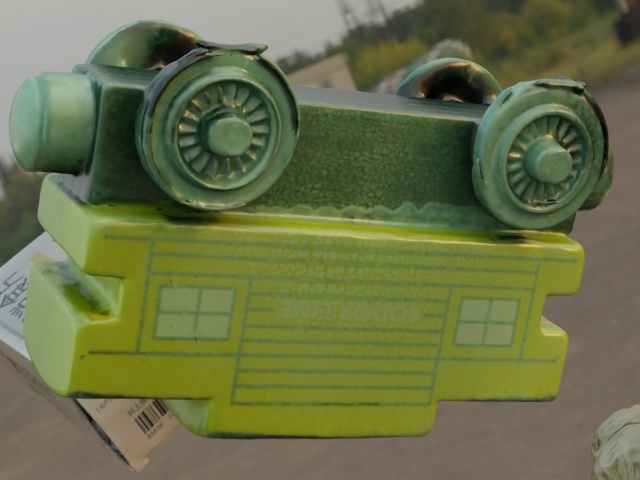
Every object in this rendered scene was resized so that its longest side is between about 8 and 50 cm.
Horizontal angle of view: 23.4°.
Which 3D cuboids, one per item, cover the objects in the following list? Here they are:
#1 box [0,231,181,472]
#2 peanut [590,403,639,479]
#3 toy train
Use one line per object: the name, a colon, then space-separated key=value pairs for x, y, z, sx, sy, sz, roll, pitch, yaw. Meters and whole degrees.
box: x=-0.235 y=0.100 z=1.644 sx=0.173 sy=0.145 sz=0.333 roll=-43 pitch=29 yaw=-16
peanut: x=0.327 y=0.229 z=1.511 sx=0.129 sy=0.129 sz=0.224 roll=-22 pitch=4 yaw=6
toy train: x=0.000 y=0.000 z=1.059 sx=0.442 sy=0.272 sz=0.179 roll=3 pitch=14 yaw=-25
